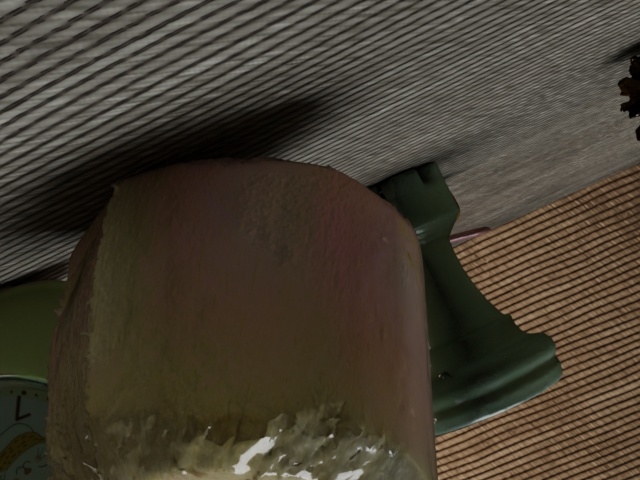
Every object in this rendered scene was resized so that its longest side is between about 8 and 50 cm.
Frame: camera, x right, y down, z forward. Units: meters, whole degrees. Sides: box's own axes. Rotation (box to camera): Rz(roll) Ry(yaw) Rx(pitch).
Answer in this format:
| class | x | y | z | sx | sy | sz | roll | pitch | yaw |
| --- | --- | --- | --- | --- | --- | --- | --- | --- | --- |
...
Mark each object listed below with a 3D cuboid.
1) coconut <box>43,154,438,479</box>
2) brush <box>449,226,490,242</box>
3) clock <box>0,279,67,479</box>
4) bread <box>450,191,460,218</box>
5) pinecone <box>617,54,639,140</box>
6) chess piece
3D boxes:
| class | x | y | z | sx | sy | sz | roll | pitch | yaw |
| --- | --- | --- | --- | --- | --- | --- | --- | --- | --- |
| coconut | -0.058 | 0.081 | 0.880 | 0.297 | 0.309 | 0.297 | -2 | 142 | -1 |
| brush | 0.119 | 0.011 | 1.658 | 0.233 | 0.047 | 0.103 | -17 | 179 | 0 |
| clock | -0.273 | 0.229 | 1.030 | 0.286 | 0.348 | 0.117 | -20 | 173 | -22 |
| bread | 0.140 | -0.038 | 1.647 | 0.103 | 0.062 | 0.049 | -18 | 161 | -40 |
| pinecone | 0.372 | -0.152 | 1.243 | 0.121 | 0.140 | 0.140 | 3 | 165 | -19 |
| chess piece | 0.146 | 0.066 | 1.446 | 0.194 | 0.299 | 0.194 | -24 | 174 | -2 |
